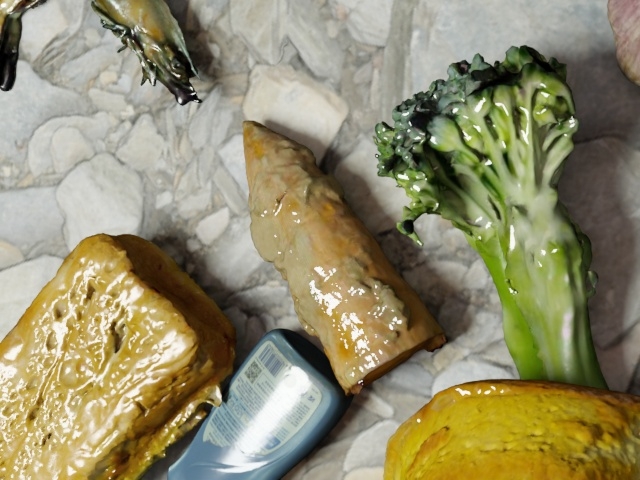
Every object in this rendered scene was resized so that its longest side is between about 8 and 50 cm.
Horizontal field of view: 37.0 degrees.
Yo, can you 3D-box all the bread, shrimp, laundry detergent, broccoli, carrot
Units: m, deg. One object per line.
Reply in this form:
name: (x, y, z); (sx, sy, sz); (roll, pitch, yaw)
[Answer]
bread: (-0.235, 0.177, 0.849); (0.185, 0.109, 0.380); (45, 102, 17)
shrimp: (-0.222, -0.180, 0.899); (0.198, 0.051, 0.262); (-43, 73, 19)
laundry detergent: (-0.065, 0.178, 0.817); (0.096, 0.061, 0.206); (41, 100, 15)
broccoli: (0.152, 0.009, 0.731); (0.165, 0.145, 0.304); (-20, 92, 6)
carrot: (0.000, 0.000, 0.798); (0.102, 0.102, 0.263); (-35, 71, 14)
bread: (0.163, 0.220, 0.675); (0.268, 0.146, 0.268); (8, 118, 16)

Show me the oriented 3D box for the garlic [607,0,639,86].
garlic: (0.283, -0.181, 0.697); (0.147, 0.102, 0.159); (36, 99, 15)
